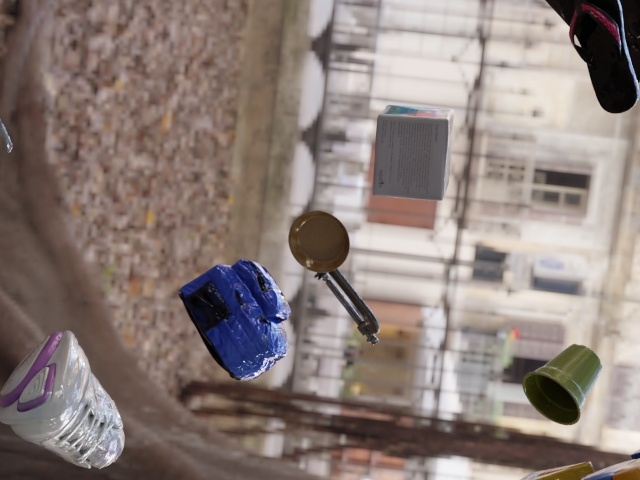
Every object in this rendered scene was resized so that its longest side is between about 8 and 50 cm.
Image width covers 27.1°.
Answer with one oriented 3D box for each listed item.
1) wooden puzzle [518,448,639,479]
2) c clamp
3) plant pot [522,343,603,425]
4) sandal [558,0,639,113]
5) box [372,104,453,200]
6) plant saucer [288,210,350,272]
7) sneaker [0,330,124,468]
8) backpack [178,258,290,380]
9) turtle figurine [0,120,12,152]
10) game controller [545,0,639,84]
[{"bbox_3d":[0.288,0.267,1.375,0.322,0.348,0.080,-4,79,-60],"label":"wooden puzzle"},{"bbox_3d":[0.037,0.088,1.913,0.161,0.022,0.137,54,-12,-5],"label":"c clamp"},{"bbox_3d":[0.303,0.169,1.624,0.079,0.083,0.083,-42,153,-31],"label":"plant pot"},{"bbox_3d":[0.320,-0.232,1.535,0.040,0.067,0.179,-20,90,-52],"label":"sandal"},{"bbox_3d":[0.113,-0.107,1.599,0.101,0.087,0.102,-54,149,-74],"label":"box"},{"bbox_3d":[0.000,0.000,1.715,0.015,0.083,0.083,-42,140,-66],"label":"plant saucer"},{"bbox_3d":[-0.263,0.178,1.431,0.114,0.152,0.305,-49,-174,-9],"label":"sneaker"},{"bbox_3d":[-0.084,0.087,1.453,0.120,0.101,0.098,61,14,14],"label":"backpack"},{"bbox_3d":[-0.532,-0.310,1.887,0.266,0.274,0.198,-56,-153,39],"label":"turtle figurine"},{"bbox_3d":[0.354,-0.356,1.813,0.319,0.067,0.166,54,-26,24],"label":"game controller"}]
